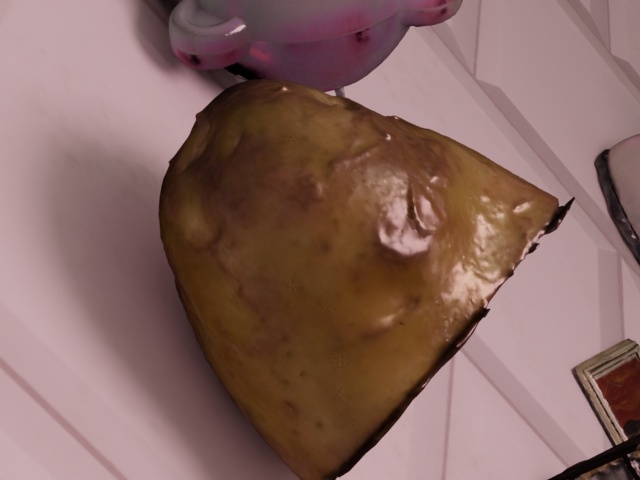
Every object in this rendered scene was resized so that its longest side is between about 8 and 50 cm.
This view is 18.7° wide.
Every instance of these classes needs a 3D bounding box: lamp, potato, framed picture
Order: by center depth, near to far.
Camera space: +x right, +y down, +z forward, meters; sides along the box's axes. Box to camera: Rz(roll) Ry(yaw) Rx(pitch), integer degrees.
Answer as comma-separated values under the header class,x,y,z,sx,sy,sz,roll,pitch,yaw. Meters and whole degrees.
class,x,y,z,sx,sy,sz,roll,pitch,yaw
potato,0.000,0.000,1.375,0.237,0.289,0.301,41,61,2
lamp,-0.032,-0.240,1.658,0.301,0.247,0.247,-113,-164,-45
framed picture,0.366,0.233,2.032,0.273,0.016,0.216,61,25,6

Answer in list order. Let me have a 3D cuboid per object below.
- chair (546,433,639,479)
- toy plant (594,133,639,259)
class,x,y,z,sx,sy,sz,roll,pitch,yaw
chair,0.284,0.252,1.682,0.172,0.247,0.159,-24,82,-41
toy plant,0.534,-0.090,2.350,0.247,0.332,0.247,45,25,-28
